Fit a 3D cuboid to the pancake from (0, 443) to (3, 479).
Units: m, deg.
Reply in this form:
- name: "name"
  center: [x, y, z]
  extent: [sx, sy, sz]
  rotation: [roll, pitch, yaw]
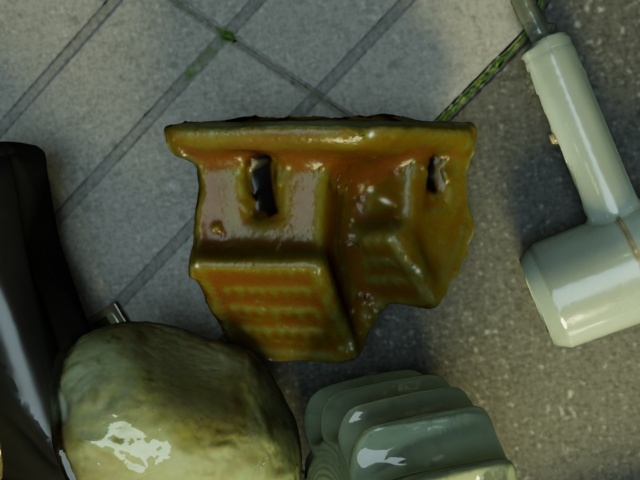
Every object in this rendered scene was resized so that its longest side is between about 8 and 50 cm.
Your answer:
- name: "pancake"
  center: [-0.389, 0.156, 0.884]
  extent: [0.222, 0.042, 0.236]
  rotation: [-26, 90, 38]

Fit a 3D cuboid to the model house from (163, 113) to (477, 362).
- name: "model house"
  center: [0.009, 0.001, 0.879]
  extent: [0.268, 0.173, 0.239]
  rotation: [1, 95, 10]

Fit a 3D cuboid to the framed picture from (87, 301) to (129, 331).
- name: "framed picture"
  center: [-0.225, 0.155, 1.007]
  extent: [0.109, 0.011, 0.149]
  rotation: [-31, 92, 9]

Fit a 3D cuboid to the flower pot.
- name: "flower pot"
  center: [0.092, 0.311, 0.854]
  extent: [0.165, 0.254, 0.367]
  rotation: [-11, 97, -13]

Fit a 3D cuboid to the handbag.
- name: "handbag"
  center: [-0.369, 0.093, 0.956]
  extent: [0.288, 0.152, 0.342]
  rotation: [-14, 94, 24]

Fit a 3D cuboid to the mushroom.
- name: "mushroom"
  center: [-0.114, 0.186, 0.857]
  extent: [0.164, 0.189, 0.267]
  rotation: [-22, 102, 9]

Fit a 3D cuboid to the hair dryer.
- name: "hair dryer"
  center: [0.239, -0.090, 0.894]
  extent: [0.173, 0.107, 0.357]
  rotation: [-21, 84, 8]
